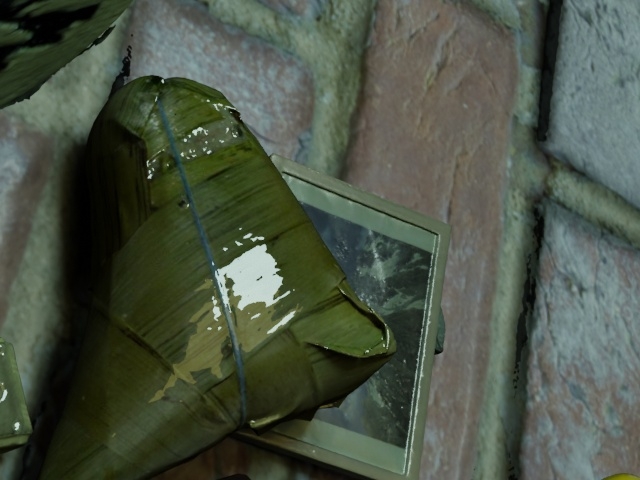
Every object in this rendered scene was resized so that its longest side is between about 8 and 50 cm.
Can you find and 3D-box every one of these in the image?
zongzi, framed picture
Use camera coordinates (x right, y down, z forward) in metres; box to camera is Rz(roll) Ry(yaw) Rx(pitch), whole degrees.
[{"bbox_3d":[-0.166,0.049,1.502,0.360,0.160,0.323,-28,74,-28],"label":"zongzi"},{"bbox_3d":[0.017,0.075,1.674,0.209,0.019,0.281,20,61,-23],"label":"framed picture"}]

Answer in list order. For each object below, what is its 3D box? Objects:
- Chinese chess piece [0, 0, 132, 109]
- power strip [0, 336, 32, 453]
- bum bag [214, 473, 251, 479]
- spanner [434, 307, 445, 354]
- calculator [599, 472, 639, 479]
[{"bbox_3d":[-0.286,-0.187,1.363,0.349,0.349,0.146,-28,83,-44],"label":"Chinese chess piece"},{"bbox_3d":[-0.383,0.135,1.319,0.387,0.066,0.092,-4,72,-43],"label":"power strip"},{"bbox_3d":[-0.084,0.278,1.515,0.109,0.026,0.159,-6,77,-41],"label":"bum bag"},{"bbox_3d":[0.000,0.000,1.724,0.325,0.026,0.093,43,50,-12],"label":"spanner"},{"bbox_3d":[0.294,0.309,1.799,0.235,0.032,0.146,-19,81,-42],"label":"calculator"}]
